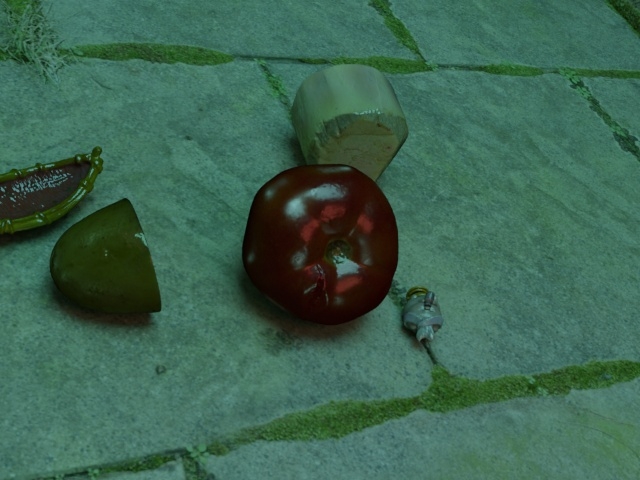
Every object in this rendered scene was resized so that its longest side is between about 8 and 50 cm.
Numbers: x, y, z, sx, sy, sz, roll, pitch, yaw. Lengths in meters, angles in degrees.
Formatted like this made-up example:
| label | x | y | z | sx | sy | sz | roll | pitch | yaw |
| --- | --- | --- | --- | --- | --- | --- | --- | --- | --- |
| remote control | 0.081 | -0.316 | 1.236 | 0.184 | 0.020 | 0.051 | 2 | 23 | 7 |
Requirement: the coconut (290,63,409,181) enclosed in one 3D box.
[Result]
| label | x | y | z | sx | sy | sz | roll | pitch | yaw |
| --- | --- | --- | --- | --- | --- | --- | --- | --- | --- |
| coconut | 0.058 | -0.253 | 2.129 | 0.239 | 0.239 | 0.244 | 8 | 42 | -20 |

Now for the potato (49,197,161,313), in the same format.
| label | x | y | z | sx | sy | sz | roll | pitch | yaw |
| --- | --- | --- | --- | --- | --- | --- | --- | --- | --- |
| potato | -0.361 | 0.036 | 1.652 | 0.158 | 0.178 | 0.204 | -12 | 75 | -18 |

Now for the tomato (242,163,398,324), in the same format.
| label | x | y | z | sx | sy | sz | roll | pitch | yaw |
| --- | --- | --- | --- | --- | --- | --- | --- | --- | --- |
| tomato | 0.000 | 0.000 | 1.813 | 0.298 | 0.299 | 0.226 | 9 | 2 | -19 |

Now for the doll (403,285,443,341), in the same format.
| label | x | y | z | sx | sy | sz | roll | pitch | yaw |
| --- | --- | --- | --- | --- | --- | --- | --- | --- | --- |
| doll | 0.194 | 0.133 | 1.884 | 0.073 | 0.084 | 0.127 | 12 | 34 | -14 |

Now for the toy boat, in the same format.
| label | x | y | z | sx | sy | sz | roll | pitch | yaw |
| --- | --- | --- | --- | --- | --- | --- | --- | --- | --- |
| toy boat | -0.507 | -0.075 | 1.735 | 0.141 | 0.099 | 0.318 | 39 | 44 | 21 |
